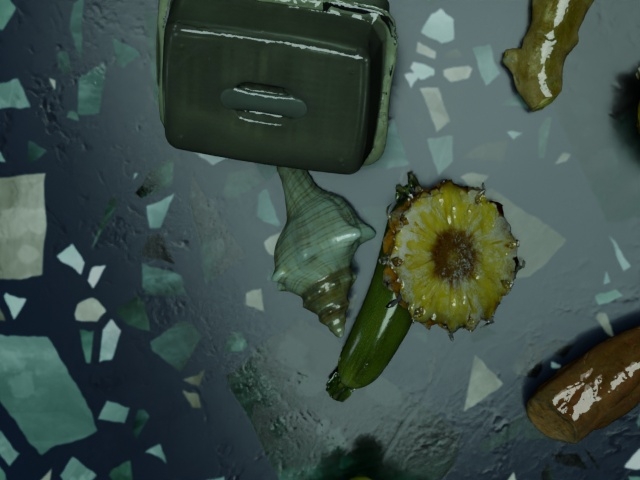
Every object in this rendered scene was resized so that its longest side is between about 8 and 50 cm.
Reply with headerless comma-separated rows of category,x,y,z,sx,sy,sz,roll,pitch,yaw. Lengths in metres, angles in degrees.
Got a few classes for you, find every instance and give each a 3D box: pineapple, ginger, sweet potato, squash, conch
pineapple,0.157,0.023,1.330,0.221,0.047,0.221,1,88,-27
ginger,0.317,-0.303,1.319,0.118,0.065,0.299,24,96,16
sweet potato,0.377,0.172,1.344,0.251,0.097,0.097,-34,91,9
squash,0.090,0.073,1.372,0.071,0.080,0.319,14,100,-36
conch,0.007,0.005,1.355,0.137,0.114,0.234,4,90,-9

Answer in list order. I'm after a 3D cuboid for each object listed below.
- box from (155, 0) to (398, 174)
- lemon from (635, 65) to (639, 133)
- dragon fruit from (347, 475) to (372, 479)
box,-0.055,-0.203,1.281,0.290,0.166,0.221,8,126,4
lemon,0.473,-0.148,1.266,0.173,0.173,0.206,-36,87,7
dragon fruit,0.069,0.463,1.349,0.227,0.243,0.307,-35,131,-15
